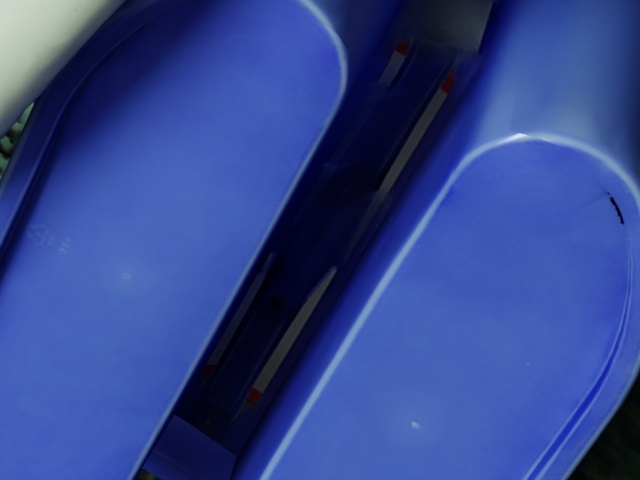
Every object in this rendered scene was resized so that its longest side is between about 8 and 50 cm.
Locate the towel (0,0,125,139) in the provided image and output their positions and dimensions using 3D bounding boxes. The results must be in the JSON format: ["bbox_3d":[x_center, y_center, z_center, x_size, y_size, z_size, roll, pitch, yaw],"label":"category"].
[{"bbox_3d":[-0.052,-0.214,0.626,0.090,0.320,0.374,25,133,-24],"label":"towel"}]

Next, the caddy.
[{"bbox_3d":[0.000,0.000,0.742,0.241,0.179,0.341,28,124,-5],"label":"caddy"}]
